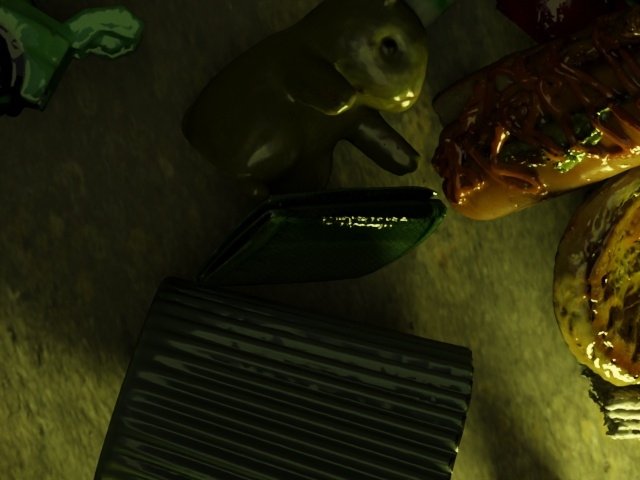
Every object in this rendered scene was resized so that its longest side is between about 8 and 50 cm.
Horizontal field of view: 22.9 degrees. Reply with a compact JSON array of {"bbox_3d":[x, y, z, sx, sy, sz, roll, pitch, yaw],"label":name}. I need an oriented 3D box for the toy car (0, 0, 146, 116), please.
[{"bbox_3d":[-0.370,-0.229,1.570,0.359,0.213,0.176,30,89,-6],"label":"toy car"}]

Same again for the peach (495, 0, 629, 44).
[{"bbox_3d":[0.264,-0.234,1.662,0.127,0.092,0.172,-26,98,-1],"label":"peach"}]

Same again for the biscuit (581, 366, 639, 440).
[{"bbox_3d":[0.413,0.176,1.736,0.239,0.108,0.062,5,115,-4],"label":"biscuit"}]

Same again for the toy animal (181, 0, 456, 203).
[{"bbox_3d":[0.032,-0.168,1.614,0.363,0.181,0.180,-37,65,10],"label":"toy animal"}]

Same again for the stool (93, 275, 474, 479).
[{"bbox_3d":[-0.043,0.200,1.634,0.330,0.297,0.297,19,99,-2],"label":"stool"}]

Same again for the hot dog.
[{"bbox_3d":[0.237,-0.127,1.575,0.117,0.349,0.158,0,77,-42],"label":"hot dog"}]

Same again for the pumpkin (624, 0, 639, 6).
[{"bbox_3d":[0.416,-0.336,1.585,0.315,0.238,0.315,0,90,-18],"label":"pumpkin"}]

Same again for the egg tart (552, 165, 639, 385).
[{"bbox_3d":[0.355,0.015,1.674,0.290,0.115,0.290,-10,112,-27],"label":"egg tart"}]

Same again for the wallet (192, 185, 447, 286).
[{"bbox_3d":[-0.001,-0.002,1.619,0.236,0.160,0.055,-1,60,-39],"label":"wallet"}]
